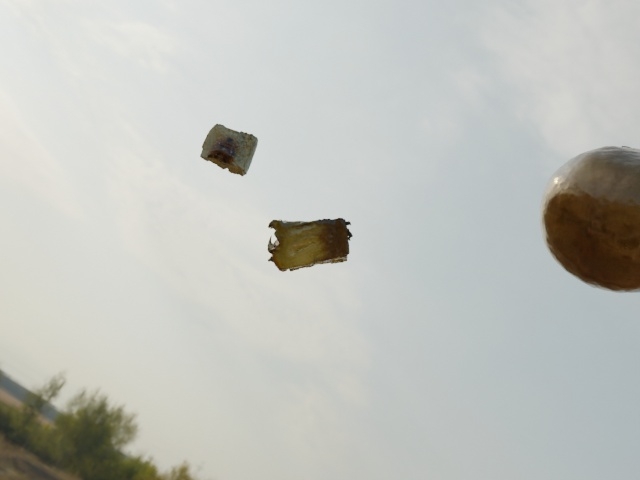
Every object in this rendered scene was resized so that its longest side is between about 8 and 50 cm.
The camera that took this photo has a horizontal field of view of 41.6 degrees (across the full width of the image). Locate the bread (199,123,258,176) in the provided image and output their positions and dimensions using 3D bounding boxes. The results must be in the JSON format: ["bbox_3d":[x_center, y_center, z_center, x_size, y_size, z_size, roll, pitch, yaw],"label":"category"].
[{"bbox_3d":[-0.148,-0.150,1.372,0.083,0.070,0.035,22,-14,2],"label":"bread"}]

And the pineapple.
[{"bbox_3d":[0.000,0.000,1.114,0.116,0.069,0.137,-13,-6,43],"label":"pineapple"}]

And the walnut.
[{"bbox_3d":[0.405,-0.021,1.100,0.203,0.202,0.298,12,3,42],"label":"walnut"}]
